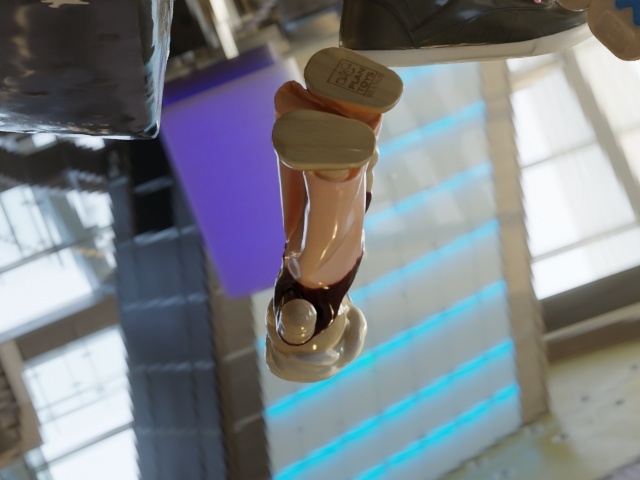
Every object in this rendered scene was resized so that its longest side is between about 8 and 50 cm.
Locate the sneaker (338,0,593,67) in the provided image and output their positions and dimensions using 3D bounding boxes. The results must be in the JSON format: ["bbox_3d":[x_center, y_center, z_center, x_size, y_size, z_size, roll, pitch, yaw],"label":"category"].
[{"bbox_3d":[0.157,-0.263,1.546,0.295,0.147,0.104,-7,-166,-14],"label":"sneaker"}]

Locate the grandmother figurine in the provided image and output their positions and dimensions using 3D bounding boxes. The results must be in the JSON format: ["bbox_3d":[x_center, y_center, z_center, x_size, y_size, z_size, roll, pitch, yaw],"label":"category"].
[{"bbox_3d":[0.000,0.000,1.214,0.208,0.104,0.342,-54,163,-36],"label":"grandmother figurine"}]

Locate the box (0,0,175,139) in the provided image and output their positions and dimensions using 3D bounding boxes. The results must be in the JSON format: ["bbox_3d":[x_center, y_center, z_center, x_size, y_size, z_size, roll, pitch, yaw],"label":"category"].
[{"bbox_3d":[-0.301,-0.244,0.700,0.480,0.297,0.472,4,174,-5],"label":"box"}]

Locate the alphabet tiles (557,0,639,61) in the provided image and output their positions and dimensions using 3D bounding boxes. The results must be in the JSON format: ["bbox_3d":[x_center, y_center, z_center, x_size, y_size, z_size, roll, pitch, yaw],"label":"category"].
[{"bbox_3d":[0.235,-0.274,1.002,0.021,0.284,0.278,-7,137,-48],"label":"alphabet tiles"}]
